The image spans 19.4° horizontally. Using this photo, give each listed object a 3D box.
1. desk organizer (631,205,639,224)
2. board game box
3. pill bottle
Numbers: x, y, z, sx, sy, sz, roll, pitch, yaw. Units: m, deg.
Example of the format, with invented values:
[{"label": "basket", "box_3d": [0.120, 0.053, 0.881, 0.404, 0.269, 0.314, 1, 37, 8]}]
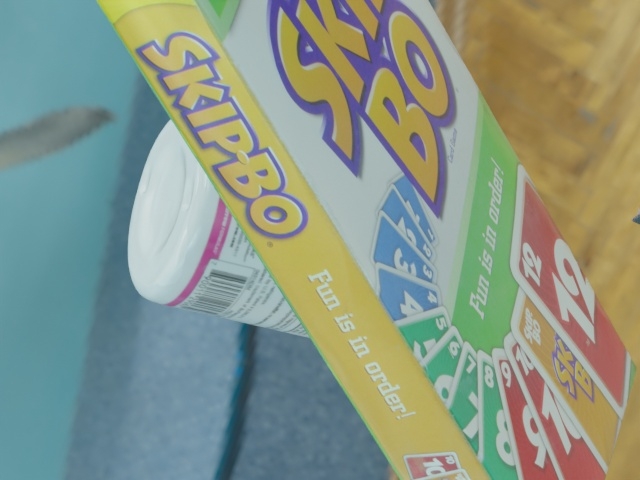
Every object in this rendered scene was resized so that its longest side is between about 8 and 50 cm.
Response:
[{"label": "desk organizer", "box_3d": [0.306, -0.016, 1.397, 0.047, 0.130, 0.050, 129, 165, -69]}, {"label": "board game box", "box_3d": [0.016, -0.023, 0.560, 0.039, 0.259, 0.124, -23, 21, 31]}, {"label": "pill bottle", "box_3d": [0.000, 0.000, 1.530, 0.160, 0.283, 0.160, -43, 39, 51]}]
